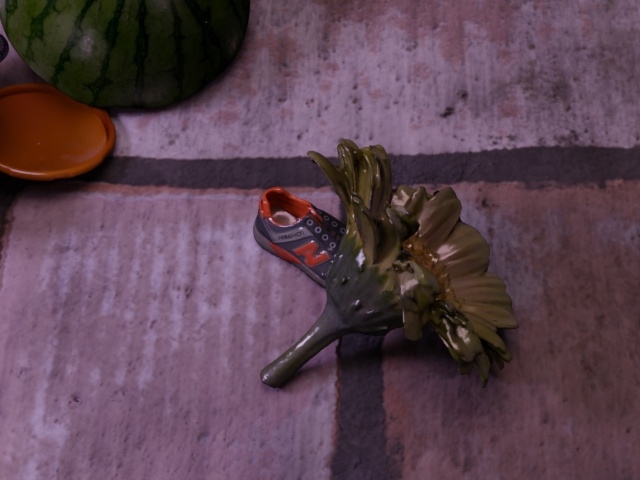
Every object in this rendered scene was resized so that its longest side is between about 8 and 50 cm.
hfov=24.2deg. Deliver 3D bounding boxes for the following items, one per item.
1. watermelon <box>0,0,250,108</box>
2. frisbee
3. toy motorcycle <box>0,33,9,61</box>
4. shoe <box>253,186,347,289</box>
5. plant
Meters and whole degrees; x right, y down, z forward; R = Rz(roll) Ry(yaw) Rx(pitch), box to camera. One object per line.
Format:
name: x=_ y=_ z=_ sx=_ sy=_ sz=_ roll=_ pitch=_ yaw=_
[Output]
watermelon: x=-0.249 y=-0.336 z=1.905 sx=0.330 sy=0.189 sz=0.331 roll=0 pitch=76 yaw=-2
frisbee: x=-0.357 y=-0.133 z=1.902 sx=0.192 sy=0.035 sz=0.192 roll=6 pitch=41 yaw=-5
toy motorcycle: x=-0.509 y=-0.171 z=1.830 sx=0.221 sy=0.148 sz=0.326 roll=1 pitch=42 yaw=-3
shoe: x=0.001 y=0.001 z=1.766 sx=0.194 sy=0.077 sz=0.074 roll=27 pitch=59 yaw=22
plant: x=0.091 y=0.052 z=1.670 sx=0.261 sy=0.297 sz=0.306 roll=-4 pitch=43 yaw=-35
